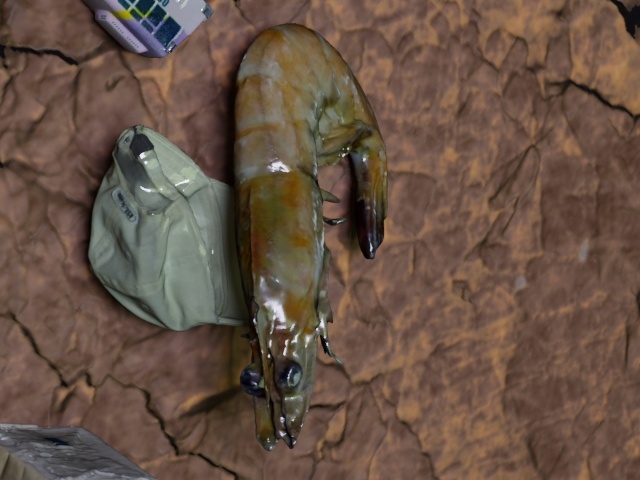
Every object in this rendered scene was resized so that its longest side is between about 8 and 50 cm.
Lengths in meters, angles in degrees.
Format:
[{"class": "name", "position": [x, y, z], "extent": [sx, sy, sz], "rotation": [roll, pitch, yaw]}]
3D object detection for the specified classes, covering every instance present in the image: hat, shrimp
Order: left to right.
[{"class": "hat", "position": [-0.086, 0.000, 1.049], "extent": [0.166, 0.081, 0.122], "rotation": [13, 66, -53]}, {"class": "shrimp", "position": [0.000, 0.000, 1.058], "extent": [0.169, 0.058, 0.296], "rotation": [24, 60, -48]}]

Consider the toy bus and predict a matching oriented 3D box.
[{"class": "toy bus", "position": [-0.121, -0.160, 1.001], "extent": [0.102, 0.052, 0.058], "rotation": [45, 76, -29]}]

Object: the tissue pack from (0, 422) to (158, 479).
[{"class": "tissue pack", "position": [-0.171, 0.222, 0.978], "extent": [0.092, 0.148, 0.196], "rotation": [6, 95, -32]}]
